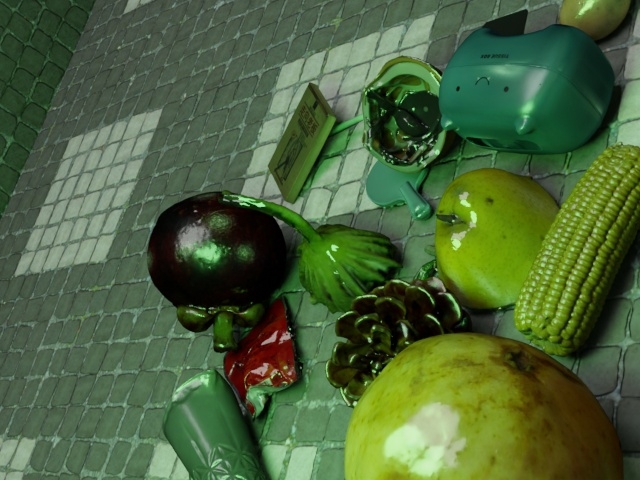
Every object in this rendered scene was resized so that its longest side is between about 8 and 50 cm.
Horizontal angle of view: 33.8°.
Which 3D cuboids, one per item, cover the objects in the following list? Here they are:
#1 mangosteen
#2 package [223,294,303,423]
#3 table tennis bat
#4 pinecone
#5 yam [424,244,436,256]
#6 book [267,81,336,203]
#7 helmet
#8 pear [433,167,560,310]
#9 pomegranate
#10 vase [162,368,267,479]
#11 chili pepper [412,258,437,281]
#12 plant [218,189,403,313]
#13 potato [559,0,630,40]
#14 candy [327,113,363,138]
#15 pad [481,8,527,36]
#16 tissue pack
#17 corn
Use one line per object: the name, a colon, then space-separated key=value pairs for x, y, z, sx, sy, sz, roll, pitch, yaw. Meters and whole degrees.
mangosteen: x=-0.221 y=0.044 z=2.178 sx=0.297 sy=0.297 sz=0.293 roll=-4 pitch=48 yaw=47
package: x=-0.119 y=0.239 z=2.099 sx=0.194 sy=0.071 sz=0.269 roll=-38 pitch=36 yaw=11
table tennis bat: x=0.166 y=-0.111 z=2.083 sx=0.149 sy=0.038 sz=0.237 roll=-41 pitch=35 yaw=10
pinecone: x=0.127 y=0.184 z=1.710 sx=0.244 sy=0.309 sz=0.244 roll=4 pitch=97 yaw=37
yam: x=0.229 y=0.027 z=1.912 sx=0.116 sy=0.021 sz=0.021 roll=19 pitch=77 yaw=54
book: x=-0.044 y=-0.216 z=2.341 sx=0.231 sy=0.026 sz=0.161 roll=-62 pitch=32 yaw=25
helmet: x=0.185 y=-0.243 z=2.030 sx=0.198 sy=0.130 sz=0.224 roll=22 pitch=110 yaw=27
pear: x=0.273 y=-0.033 z=1.771 sx=0.267 sy=0.178 sz=0.267 roll=-18 pitch=51 yaw=24
pomegranate: x=0.203 y=0.329 z=1.434 sx=0.410 sy=0.410 sz=0.410 roll=-29 pitch=43 yaw=31
vase: x=-0.182 y=0.426 z=1.969 sx=0.301 sy=0.156 sz=0.251 roll=53 pitch=134 yaw=45
chili pepper: x=0.189 y=0.088 z=1.903 sx=0.055 sy=0.035 sz=0.118 roll=-8 pitch=46 yaw=30
plant: x=-0.010 y=0.031 z=1.939 sx=0.251 sy=0.333 sz=0.180 roll=1 pitch=77 yaw=35
potato: x=0.496 y=-0.428 z=1.905 sx=0.147 sy=0.112 sz=0.112 roll=-45 pitch=37 yaw=25
candy: x=0.060 y=-0.251 z=2.272 sx=0.440 sy=0.119 sz=0.119 roll=-20 pitch=48 yaw=48
pad: x=0.357 y=-0.389 z=2.111 sx=0.112 sy=0.003 sz=0.157 roll=-10 pitch=55 yaw=44
tissue pack: x=0.349 y=-0.251 z=1.844 sx=0.287 sy=0.198 sz=0.206 roll=14 pitch=73 yaw=50
corn: x=0.412 y=0.010 z=1.633 sx=0.131 sy=0.131 sz=0.344 roll=14 pitch=71 yaw=52
